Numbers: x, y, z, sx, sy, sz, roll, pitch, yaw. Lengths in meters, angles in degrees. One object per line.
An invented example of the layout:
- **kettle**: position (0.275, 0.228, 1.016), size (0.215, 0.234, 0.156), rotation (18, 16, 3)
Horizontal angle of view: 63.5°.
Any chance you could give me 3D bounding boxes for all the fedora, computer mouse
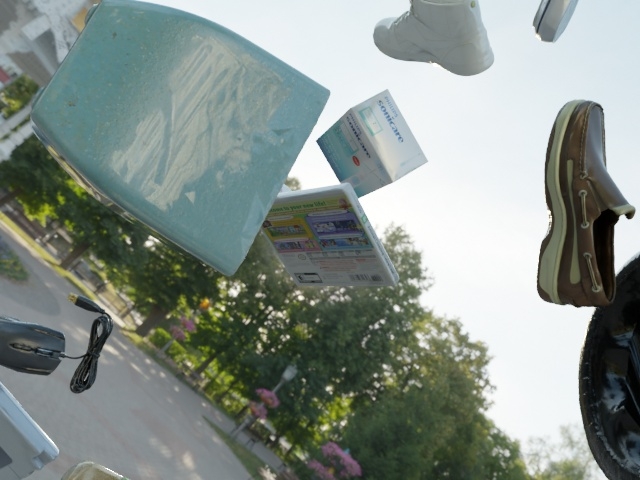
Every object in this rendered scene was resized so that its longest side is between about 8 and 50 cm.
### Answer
- **fedora**: position (0.454, 0.160, 0.610), size (0.153, 0.333, 0.334), rotation (19, -17, -3)
- **computer mouse**: position (-0.555, 0.181, 1.030), size (0.262, 0.184, 0.060), rotation (23, -13, -7)

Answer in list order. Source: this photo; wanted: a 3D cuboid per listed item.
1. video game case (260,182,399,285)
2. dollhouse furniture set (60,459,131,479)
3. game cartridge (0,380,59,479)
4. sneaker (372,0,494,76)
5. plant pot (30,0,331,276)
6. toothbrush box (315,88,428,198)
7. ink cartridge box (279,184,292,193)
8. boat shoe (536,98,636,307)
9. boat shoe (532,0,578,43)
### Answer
- **video game case**: position (0.000, 0.000, 0.846), size (0.213, 0.023, 0.193), rotation (-4, -52, 40)
- **dollhouse furniture set**: position (-0.250, 0.451, 0.515), size (0.362, 0.394, 0.256), rotation (7, -36, 35)
- **game cartridge**: position (-0.616, 0.351, 0.867), size (0.198, 0.297, 0.062), rotation (60, 9, -10)
- **sneaker**: position (0.188, -0.421, 0.957), size (0.292, 0.108, 0.169), rotation (36, -16, 44)
- **plant pot**: position (-0.192, -0.134, 0.624), size (0.252, 0.247, 0.248), rotation (31, -10, -28)
- **toothbrush box**: position (0.129, -0.246, 1.411), size (0.216, 0.126, 0.295), rotation (60, -19, -5)
- **ink cartridge box**: position (-0.138, -0.144, 1.516), size (0.122, 0.052, 0.088), rotation (39, 22, -15)
- **boat shoe**: position (0.335, -0.043, 0.632), size (0.095, 0.095, 0.257), rotation (9, -80, 50)
- **boat shoe**: position (0.308, -0.353, 0.670), size (0.076, 0.226, 0.083), rotation (23, -16, 20)
